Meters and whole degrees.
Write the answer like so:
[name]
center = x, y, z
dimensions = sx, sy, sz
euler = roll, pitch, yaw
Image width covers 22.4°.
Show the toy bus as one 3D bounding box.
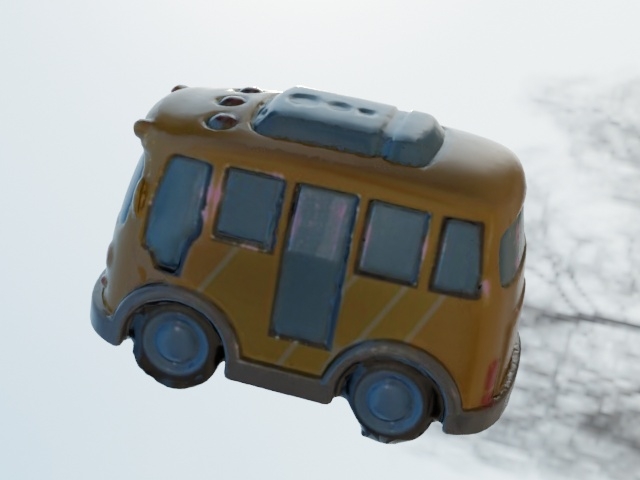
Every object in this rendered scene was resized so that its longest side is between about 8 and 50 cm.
[toy bus]
center = 0.000, 0.000, 0.771
dimensions = 0.126, 0.209, 0.136
euler = -57, -21, -64
